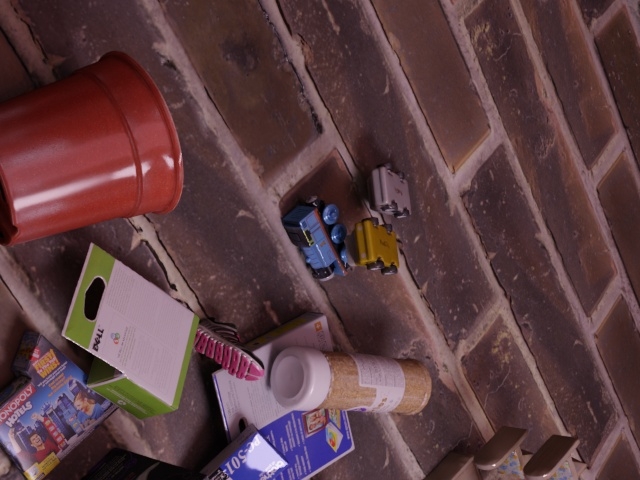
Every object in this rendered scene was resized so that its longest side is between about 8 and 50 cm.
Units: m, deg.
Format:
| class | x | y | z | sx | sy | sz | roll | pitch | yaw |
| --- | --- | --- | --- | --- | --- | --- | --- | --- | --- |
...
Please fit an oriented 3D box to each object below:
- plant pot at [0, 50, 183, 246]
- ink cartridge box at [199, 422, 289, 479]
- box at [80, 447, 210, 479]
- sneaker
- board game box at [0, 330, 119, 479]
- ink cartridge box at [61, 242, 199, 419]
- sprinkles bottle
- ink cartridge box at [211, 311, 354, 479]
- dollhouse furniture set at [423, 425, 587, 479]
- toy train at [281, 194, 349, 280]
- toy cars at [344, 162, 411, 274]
| class | x | y | z | sx | sy | sz | roll | pitch | yaw |
| --- | --- | --- | --- | --- | --- | --- | --- | --- | --- |
| plant pot | -0.396 | -0.126 | 1.504 | 0.265 | 0.272 | 0.272 | -24 | 107 | -32 |
| ink cartridge box | -0.167 | 0.443 | 1.793 | 0.207 | 0.046 | 0.097 | -43 | 110 | -6 |
| box | -0.284 | 0.462 | 1.592 | 0.165 | 0.270 | 0.143 | -44 | 119 | -34 |
| sneaker | -0.165 | 0.192 | 1.797 | 0.075 | 0.170 | 0.063 | -40 | 153 | -50 |
| board game box | -0.451 | 0.254 | 1.576 | 0.194 | 0.060 | 0.194 | -43 | 118 | -35 |
| ink cartridge box | -0.335 | 0.152 | 1.622 | 0.255 | 0.097 | 0.189 | 42 | 42 | -35 |
| sprinkles bottle | 0.068 | 0.281 | 1.942 | 0.355 | 0.121 | 0.121 | 12 | 82 | -43 |
| ink cartridge box | -0.081 | 0.336 | 1.929 | 0.307 | 0.072 | 0.304 | -22 | 107 | -39 |
| dollhouse furniture set | 0.394 | 0.629 | 2.159 | 0.256 | 0.394 | 0.362 | -35 | 114 | -37 |
| toy train | 0.000 | 0.000 | 1.995 | 0.105 | 0.080 | 0.184 | -40 | 120 | -26 |
| toy cars | 0.113 | -0.043 | 2.034 | 0.394 | 0.087 | 0.176 | -71 | 146 | -54 |
